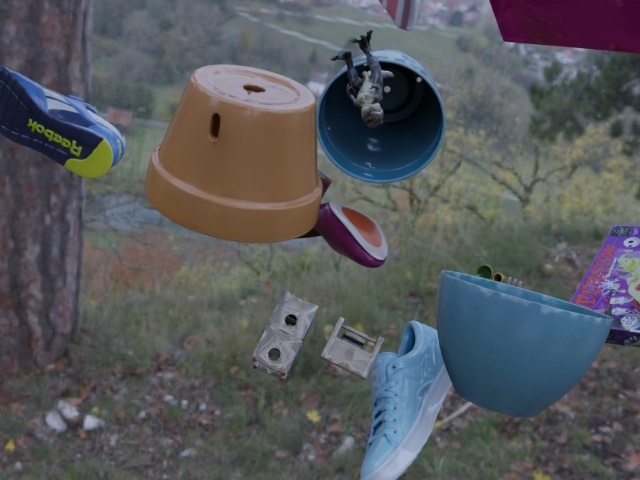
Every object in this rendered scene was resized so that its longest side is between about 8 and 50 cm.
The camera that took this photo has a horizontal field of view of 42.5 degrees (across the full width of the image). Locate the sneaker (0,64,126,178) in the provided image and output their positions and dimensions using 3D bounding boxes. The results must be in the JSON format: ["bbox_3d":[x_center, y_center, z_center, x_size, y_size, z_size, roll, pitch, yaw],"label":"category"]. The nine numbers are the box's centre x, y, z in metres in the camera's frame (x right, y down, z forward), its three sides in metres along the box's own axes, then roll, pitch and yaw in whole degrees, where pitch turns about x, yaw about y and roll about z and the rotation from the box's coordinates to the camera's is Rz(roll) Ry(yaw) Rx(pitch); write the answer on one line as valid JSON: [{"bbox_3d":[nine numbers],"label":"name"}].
[{"bbox_3d":[-0.236,-0.106,0.729,0.144,0.053,0.059,35,25,2],"label":"sneaker"}]

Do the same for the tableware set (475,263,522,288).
[{"bbox_3d":[0.314,0.128,1.566,0.104,0.154,0.024,25,10,40],"label":"tableware set"}]

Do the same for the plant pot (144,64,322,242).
[{"bbox_3d":[-0.126,-0.154,1.324,0.290,0.203,0.291,10,27,-5],"label":"plant pot"}]

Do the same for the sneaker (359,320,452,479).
[{"bbox_3d":[0.133,0.292,1.504,0.150,0.135,0.366,38,45,0],"label":"sneaker"}]

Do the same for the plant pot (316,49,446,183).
[{"bbox_3d":[0.139,-0.300,1.817,0.271,0.272,0.255,14,28,1],"label":"plant pot"}]

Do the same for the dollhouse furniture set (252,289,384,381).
[{"bbox_3d":[-0.009,0.191,1.396,0.183,0.129,0.129,26,-14,3],"label":"dollhouse furniture set"}]

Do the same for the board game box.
[{"bbox_3d":[0.652,0.086,1.693,0.208,0.056,0.347,-1,35,41],"label":"board game box"}]

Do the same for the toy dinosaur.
[{"bbox_3d":[0.076,-0.274,1.362,0.064,0.118,0.268,-19,25,20],"label":"toy dinosaur"}]

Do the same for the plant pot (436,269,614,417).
[{"bbox_3d":[0.319,0.182,1.383,0.290,0.195,0.290,15,3,-1],"label":"plant pot"}]

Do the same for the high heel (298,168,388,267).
[{"bbox_3d":[0.000,0.000,1.557,0.127,0.181,0.377,24,16,-29],"label":"high heel"}]

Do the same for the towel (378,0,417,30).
[{"bbox_3d":[0.044,-0.281,0.651,0.029,0.144,0.197,-16,54,-14],"label":"towel"}]

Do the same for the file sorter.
[{"bbox_3d":[0.426,-0.438,1.292,0.290,0.202,0.182,19,62,43],"label":"file sorter"}]
